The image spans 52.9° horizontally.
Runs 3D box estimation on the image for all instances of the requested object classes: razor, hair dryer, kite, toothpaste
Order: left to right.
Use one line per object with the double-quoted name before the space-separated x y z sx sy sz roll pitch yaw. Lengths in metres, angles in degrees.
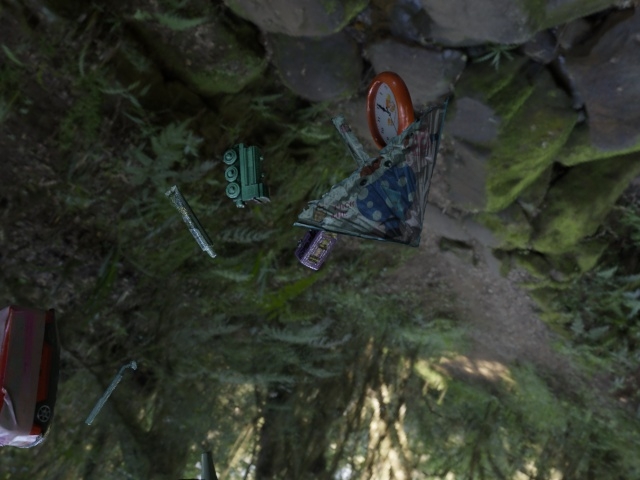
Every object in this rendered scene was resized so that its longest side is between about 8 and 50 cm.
"razor" -0.604 0.432 1.846 0.036 0.211 0.084 40 160 -8
"toothpaste" -0.322 -0.045 1.620 0.049 0.031 0.204 -31 93 38
"hair dryer" -0.297 0.644 1.760 0.068 0.167 0.199 -4 143 -22
"kite" 0.109 -0.127 1.277 0.014 0.406 0.368 28 -151 -54

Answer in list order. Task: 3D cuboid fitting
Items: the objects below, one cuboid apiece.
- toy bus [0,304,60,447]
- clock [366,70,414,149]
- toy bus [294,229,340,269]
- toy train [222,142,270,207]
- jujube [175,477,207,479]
"toy bus" -0.670 0.296 1.417 0.128 0.302 0.147 -12 157 28
"clock" 0.172 -0.311 1.579 0.051 0.205 0.205 -11 -175 -20
"toy bus" 0.000 0.000 2.061 0.087 0.178 0.098 27 -166 -24
"toy train" -0.187 -0.170 1.651 0.111 0.170 0.071 -9 167 17
"jujube" -0.295 0.575 1.282 0.174 0.250 0.174 49 -164 -20
